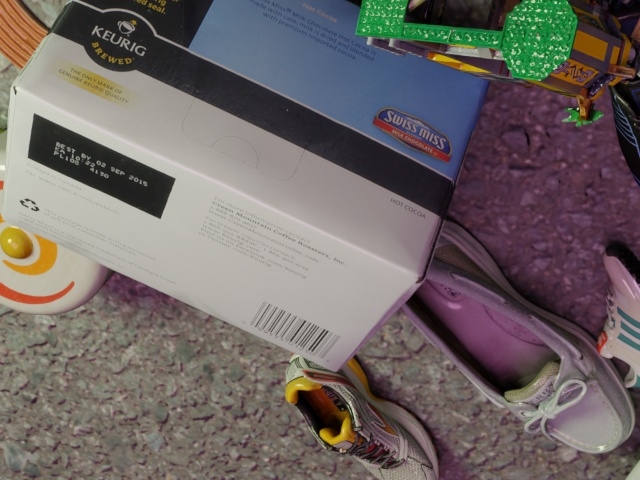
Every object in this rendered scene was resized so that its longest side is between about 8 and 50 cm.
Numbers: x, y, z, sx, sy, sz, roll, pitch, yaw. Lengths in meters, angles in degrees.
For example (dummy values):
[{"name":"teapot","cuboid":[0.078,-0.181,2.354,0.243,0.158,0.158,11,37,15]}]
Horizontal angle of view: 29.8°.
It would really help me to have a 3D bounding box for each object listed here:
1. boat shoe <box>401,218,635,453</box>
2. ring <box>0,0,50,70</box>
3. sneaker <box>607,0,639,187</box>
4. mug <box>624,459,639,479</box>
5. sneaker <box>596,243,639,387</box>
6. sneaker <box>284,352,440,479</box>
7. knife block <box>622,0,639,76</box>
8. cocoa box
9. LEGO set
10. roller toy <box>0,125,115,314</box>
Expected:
[{"name":"boat shoe","cuboid":[0.188,0.112,1.214,0.320,0.103,0.118,46,121,-10]},{"name":"ring","cuboid":[-0.224,-0.282,1.166,0.337,0.032,0.336,8,120,14]},{"name":"sneaker","cuboid":[0.292,-0.115,1.060,0.081,0.090,0.232,-12,114,23]},{"name":"mug","cuboid":[0.478,0.289,1.152,0.328,0.276,0.374,37,93,4]},{"name":"sneaker","cuboid":[0.300,0.082,1.188,0.075,0.057,0.161,-24,112,22]},{"name":"sneaker","cuboid":[0.040,0.212,1.324,0.225,0.092,0.088,44,122,-10]},{"name":"knife block","cuboid":[0.383,-0.194,0.928,0.276,0.088,0.242,22,94,4]},{"name":"cocoa box","cuboid":[-0.069,-0.084,1.053,0.347,0.228,0.231,25,150,-5]},{"name":"LEGO set","cuboid":[0.184,-0.241,0.898,0.255,0.192,0.331,3,85,47]},{"name":"roller toy","cuboid":[-0.288,-0.026,1.262,0.209,0.146,0.191,-2,118,18]}]
